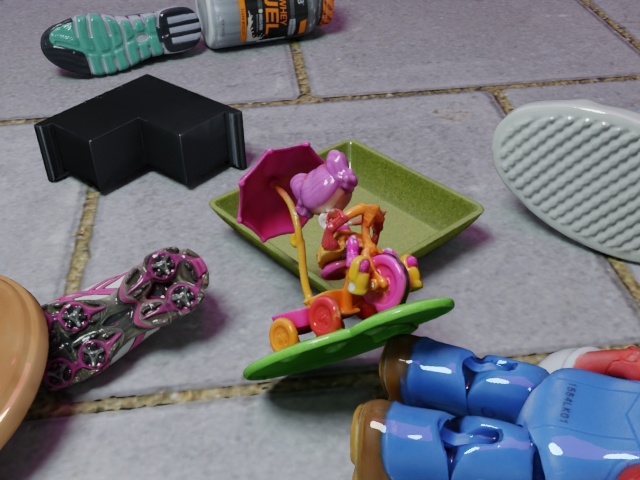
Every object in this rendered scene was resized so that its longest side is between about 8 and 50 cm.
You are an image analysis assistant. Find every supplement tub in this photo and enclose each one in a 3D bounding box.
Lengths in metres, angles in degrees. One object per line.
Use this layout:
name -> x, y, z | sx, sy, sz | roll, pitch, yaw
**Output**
supplement tub -> -0.083, -0.353, 1.146 | 0.190, 0.117, 0.117 | -13, 37, -15

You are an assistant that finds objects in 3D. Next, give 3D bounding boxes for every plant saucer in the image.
plant saucer -> 0.024, -0.016, 0.735 | 0.188, 0.045, 0.188 | -28, 43, -31
plant saucer -> -0.287, 0.097, 0.539 | 0.200, 0.037, 0.200 | -12, 46, 13

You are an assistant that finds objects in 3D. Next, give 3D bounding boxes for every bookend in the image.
bookend -> -0.190, -0.102, 0.838 | 0.157, 0.072, 0.156 | 25, 44, 30

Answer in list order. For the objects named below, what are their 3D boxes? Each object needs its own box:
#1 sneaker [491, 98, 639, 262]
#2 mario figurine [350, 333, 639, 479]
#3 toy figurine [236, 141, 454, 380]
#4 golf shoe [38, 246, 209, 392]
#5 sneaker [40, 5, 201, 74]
sneaker -> 0.347, -0.056, 0.726 | 0.365, 0.135, 0.150 | 21, 33, 15
mario figurine -> 0.186, 0.154, 0.467 | 0.320, 0.170, 0.198 | 4, 71, 25
toy figurine -> 0.000, 0.000, 0.556 | 0.130, 0.173, 0.159 | -4, 71, -41
golf shoe -> -0.175, 0.068, 0.623 | 0.186, 0.067, 0.086 | -26, 0, -15
sneaker -> -0.286, -0.284, 1.111 | 0.223, 0.083, 0.098 | -13, 16, -23
